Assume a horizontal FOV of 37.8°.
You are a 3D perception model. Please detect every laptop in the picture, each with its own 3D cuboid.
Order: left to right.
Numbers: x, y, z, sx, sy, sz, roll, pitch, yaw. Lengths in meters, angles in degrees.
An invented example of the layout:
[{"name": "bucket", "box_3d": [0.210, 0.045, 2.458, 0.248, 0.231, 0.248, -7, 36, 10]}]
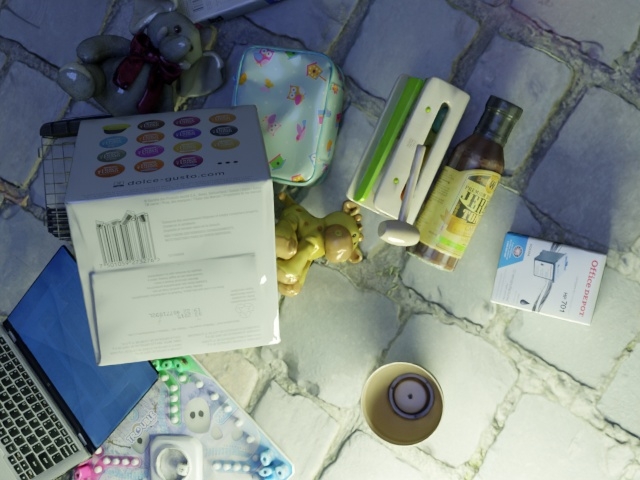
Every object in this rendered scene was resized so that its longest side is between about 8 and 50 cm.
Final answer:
[{"name": "laptop", "box_3d": [-0.620, 0.290, 1.954, 0.382, 0.408, 0.236, 49, 146, 19]}]

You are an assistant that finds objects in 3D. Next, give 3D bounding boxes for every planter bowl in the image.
[{"name": "planter bowl", "box_3d": [0.168, 0.312, 1.828, 0.162, 0.109, 0.162, 0, 90, 15]}]

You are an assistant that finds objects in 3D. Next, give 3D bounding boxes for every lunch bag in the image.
[{"name": "lunch bag", "box_3d": [-0.077, -0.256, 1.897, 0.224, 0.108, 0.279, 10, 92, 18]}]

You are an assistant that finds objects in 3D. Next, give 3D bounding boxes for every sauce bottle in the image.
[{"name": "sauce bottle", "box_3d": [0.280, -0.110, 1.795, 0.111, 0.111, 0.344, 26, 98, 14]}]

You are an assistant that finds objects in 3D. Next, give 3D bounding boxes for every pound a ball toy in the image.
[{"name": "pound a ball toy", "box_3d": [0.185, -0.143, 1.767, 0.135, 0.208, 0.319, 23, 90, -28]}]

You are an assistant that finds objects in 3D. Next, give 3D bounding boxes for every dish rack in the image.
[{"name": "dish rack", "box_3d": [-0.517, -0.133, 2.018, 0.208, 0.074, 0.272, 0, 95, 34]}]

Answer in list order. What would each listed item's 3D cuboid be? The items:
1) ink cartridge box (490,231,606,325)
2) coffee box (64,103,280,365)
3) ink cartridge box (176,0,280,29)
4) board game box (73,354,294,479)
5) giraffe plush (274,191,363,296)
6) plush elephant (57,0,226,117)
[{"name": "ink cartridge box", "box_3d": [0.432, 0.070, 1.769, 0.190, 0.082, 0.140, 13, 94, 17]}, {"name": "coffee box", "box_3d": [-0.259, -0.021, 1.711, 0.337, 0.334, 0.338, -6, 121, -5]}, {"name": "ink cartridge box", "box_3d": [-0.191, -0.563, 1.952, 0.311, 0.065, 0.186, -15, 84, 17]}, {"name": "board game box", "box_3d": [-0.315, 0.479, 1.994, 0.390, 0.050, 0.390, 45, 102, 11]}, {"name": "giraffe plush", "box_3d": [0.000, 0.000, 1.868, 0.170, 0.181, 0.210, 0, 55, 5]}, {"name": "plush elephant", "box_3d": [-0.333, -0.353, 1.880, 0.255, 0.330, 0.272, -42, 113, 11]}]
